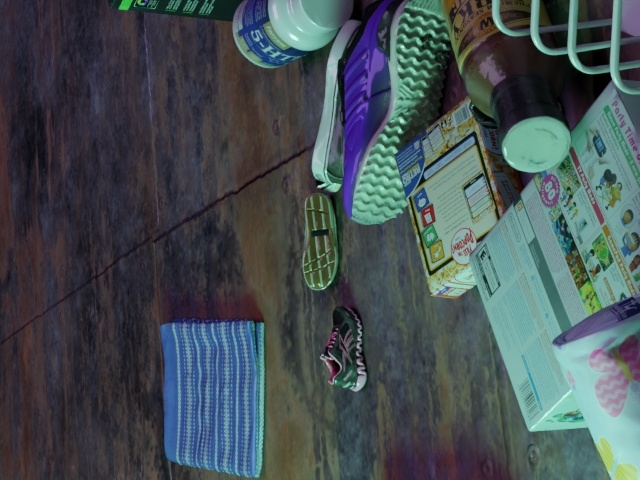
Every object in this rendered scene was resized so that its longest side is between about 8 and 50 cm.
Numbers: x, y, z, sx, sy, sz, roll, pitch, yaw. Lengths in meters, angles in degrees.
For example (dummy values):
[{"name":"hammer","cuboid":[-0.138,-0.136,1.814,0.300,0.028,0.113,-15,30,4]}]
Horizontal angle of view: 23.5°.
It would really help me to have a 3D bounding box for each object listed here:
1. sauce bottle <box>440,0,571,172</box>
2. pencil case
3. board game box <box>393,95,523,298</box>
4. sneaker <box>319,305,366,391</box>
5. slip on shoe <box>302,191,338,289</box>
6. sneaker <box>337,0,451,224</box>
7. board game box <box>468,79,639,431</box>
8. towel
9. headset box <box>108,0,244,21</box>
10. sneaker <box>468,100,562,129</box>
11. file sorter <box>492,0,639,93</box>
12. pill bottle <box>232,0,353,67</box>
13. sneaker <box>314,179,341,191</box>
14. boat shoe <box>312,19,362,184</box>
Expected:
[{"name":"sauce bottle","cuboid":[0.198,-0.201,1.623,0.344,0.111,0.111,-100,27,-51]},{"name":"pencil case","cuboid":[0.311,0.179,1.372,0.273,0.124,0.113,66,165,0]},{"name":"board game box","cuboid":[0.166,-0.051,1.794,0.147,0.045,0.193,-37,56,43]},{"name":"sneaker","cuboid":[0.025,0.143,2.056,0.047,0.057,0.119,-44,50,55]},{"name":"slip on shoe","cuboid":[0.000,0.000,2.134,0.041,0.051,0.135,-21,-73,-78]},{"name":"sneaker","cuboid":[0.073,-0.169,1.937,0.146,0.102,0.293,21,98,53]},{"name":"board game box","cuboid":[0.285,0.021,1.543,0.303,0.098,0.224,-55,43,47]},{"name":"towel","cuboid":[-0.177,0.243,2.444,0.336,0.040,0.243,-6,83,61]},{"name":"headset box","cuboid":[-0.162,-0.444,2.208,0.246,0.283,0.131,-50,45,47]},{"name":"sneaker","cuboid":[0.198,-0.166,1.727,0.152,0.085,0.058,54,134,49]},{"name":"file sorter","cuboid":[0.304,-0.246,1.412,0.278,0.173,0.192,40,135,55]},{"name":"pill bottle","cuboid":[-0.036,-0.312,2.143,0.187,0.112,0.112,-15,75,61]},{"name":"sneaker","cuboid":[0.017,-0.104,2.110,0.032,0.037,0.083,50,129,54]},{"name":"boat shoe","cuboid":[0.047,-0.180,2.034,0.070,0.078,0.219,10,92,28]}]
